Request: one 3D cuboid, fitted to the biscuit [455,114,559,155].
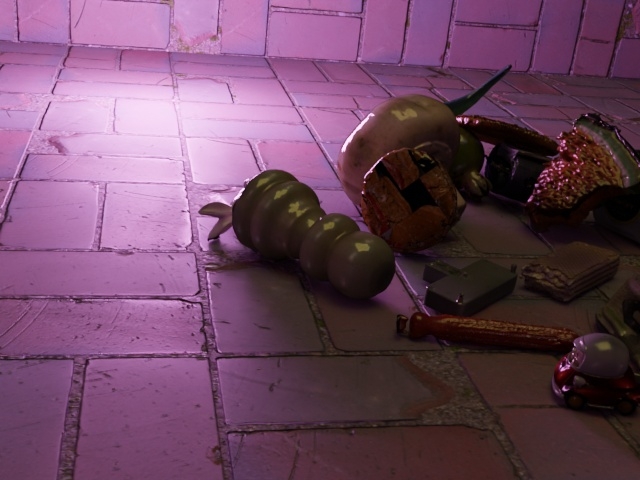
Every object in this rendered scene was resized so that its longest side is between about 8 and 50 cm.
[{"bbox_3d":[0.485,-0.280,2.243,0.305,0.038,0.305,17,2,-1],"label":"biscuit"}]

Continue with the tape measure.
[{"bbox_3d":[0.775,-0.099,2.018,0.115,0.207,0.235,-1,21,-28],"label":"tape measure"}]

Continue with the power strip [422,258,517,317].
[{"bbox_3d":[0.270,0.077,1.652,0.145,0.061,0.216,24,28,34],"label":"power strip"}]

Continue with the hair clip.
[{"bbox_3d":[0.578,0.171,1.452,0.091,0.138,0.321,33,18,-13],"label":"hair clip"}]

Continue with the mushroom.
[{"bbox_3d":[0.217,-0.158,1.983,0.315,0.314,0.336,-10,54,-33],"label":"mushroom"}]

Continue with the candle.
[{"bbox_3d":[0.294,0.159,1.487,0.330,0.048,0.051,6,36,-2],"label":"candle"}]

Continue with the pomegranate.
[{"bbox_3d":[0.357,-0.197,2.201,0.211,0.179,0.179,33,26,2],"label":"pomegranate"}]

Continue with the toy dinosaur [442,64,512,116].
[{"bbox_3d":[0.288,-0.352,2.268,0.144,0.500,0.374,50,10,13],"label":"toy dinosaur"}]

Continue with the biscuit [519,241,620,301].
[{"bbox_3d":[0.517,0.060,1.755,0.108,0.061,0.239,23,27,38],"label":"biscuit"}]

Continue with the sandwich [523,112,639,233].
[{"bbox_3d":[0.613,-0.124,2.005,0.301,0.162,0.250,-38,49,5],"label":"sandwich"}]

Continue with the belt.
[{"bbox_3d":[0.491,-0.180,2.178,0.126,0.139,0.230,19,15,-10],"label":"belt"}]

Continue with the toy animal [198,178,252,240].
[{"bbox_3d":[-0.168,-0.049,1.834,0.127,0.131,0.181,-23,10,15],"label":"toy animal"}]

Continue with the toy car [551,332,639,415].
[{"bbox_3d":[0.443,0.200,1.340,0.139,0.112,0.112,10,23,10],"label":"toy car"}]

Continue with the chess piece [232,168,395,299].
[{"bbox_3d":[0.000,0.000,1.650,0.330,0.182,0.182,30,32,35],"label":"chess piece"}]

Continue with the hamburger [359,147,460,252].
[{"bbox_3d":[0.182,-0.084,1.811,0.231,0.230,0.107,14,1,17],"label":"hamburger"}]
